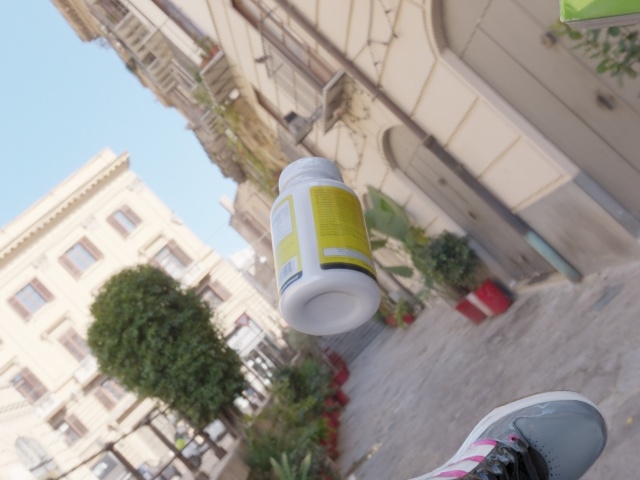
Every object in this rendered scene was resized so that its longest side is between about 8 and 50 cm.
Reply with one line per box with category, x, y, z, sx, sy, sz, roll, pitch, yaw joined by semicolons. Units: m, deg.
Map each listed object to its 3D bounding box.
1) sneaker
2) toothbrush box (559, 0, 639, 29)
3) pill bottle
sneaker;0.141;0.234;0.581;0.295;0.124;0.178;-31;3;-3
toothbrush box;0.289;-0.318;0.514;0.206;0.283;0.122;1;12;27
pill bottle;0.000;0.000;0.731;0.103;0.103;0.184;-50;35;38
